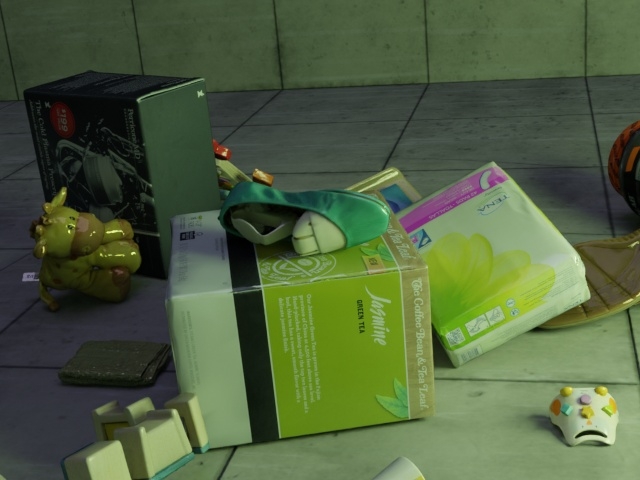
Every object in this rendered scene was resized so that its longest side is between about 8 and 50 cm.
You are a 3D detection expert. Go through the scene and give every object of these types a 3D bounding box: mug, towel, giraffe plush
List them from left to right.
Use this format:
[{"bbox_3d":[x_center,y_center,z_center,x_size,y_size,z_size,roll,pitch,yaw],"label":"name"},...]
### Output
[{"bbox_3d":[-0.422,0.002,1.660,0.210,0.170,0.181,-15,56,-12],"label":"giraffe plush"},{"bbox_3d":[-0.302,0.182,1.437,0.148,0.027,0.110,0,22,12],"label":"towel"},{"bbox_3d":[0.080,0.277,1.041,0.064,0.062,0.078,-24,20,-24],"label":"mug"}]

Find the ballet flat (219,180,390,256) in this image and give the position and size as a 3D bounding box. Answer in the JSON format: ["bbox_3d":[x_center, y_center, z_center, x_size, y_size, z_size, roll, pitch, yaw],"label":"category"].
[{"bbox_3d":[-0.029,-0.019,1.227,0.247,0.083,0.087,10,49,35],"label":"ballet flat"}]

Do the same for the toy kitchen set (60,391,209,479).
[{"bbox_3d":[-0.237,0.269,1.113,0.166,0.122,0.207,-11,6,33],"label":"toy kitchen set"}]

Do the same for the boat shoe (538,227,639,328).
[{"bbox_3d":[0.462,0.056,1.486,0.342,0.123,0.123,-27,59,-8],"label":"boat shoe"}]

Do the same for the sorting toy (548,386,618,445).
[{"bbox_3d":[0.324,0.218,1.178,0.083,0.044,0.075,-3,39,7],"label":"sorting toy"}]

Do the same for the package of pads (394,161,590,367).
[{"bbox_3d":[0.236,0.027,1.443,0.229,0.101,0.296,-28,38,1],"label":"package of pads"}]

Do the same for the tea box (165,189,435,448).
[{"bbox_3d":[-0.036,0.093,1.331,0.324,0.219,0.329,-7,20,-6],"label":"tea box"}]

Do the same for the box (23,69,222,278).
[{"bbox_3d":[-0.369,-0.135,1.852,0.313,0.343,0.179,8,25,34],"label":"box"}]

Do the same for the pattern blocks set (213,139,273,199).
[{"bbox_3d":[-0.227,-0.142,2.028,0.286,0.026,0.325,7,-16,37],"label":"pattern blocks set"}]

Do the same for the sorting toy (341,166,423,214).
[{"bbox_3d":[0.060,0.008,1.618,0.307,0.041,0.229,-26,57,-16],"label":"sorting toy"}]

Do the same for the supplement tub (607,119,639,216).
[{"bbox_3d":[0.672,-0.105,1.711,0.207,0.207,0.338,-11,20,-16],"label":"supplement tub"}]

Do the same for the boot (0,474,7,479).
[{"bbox_3d":[-0.442,0.292,1.139,0.158,0.059,0.084,11,21,18],"label":"boot"}]
